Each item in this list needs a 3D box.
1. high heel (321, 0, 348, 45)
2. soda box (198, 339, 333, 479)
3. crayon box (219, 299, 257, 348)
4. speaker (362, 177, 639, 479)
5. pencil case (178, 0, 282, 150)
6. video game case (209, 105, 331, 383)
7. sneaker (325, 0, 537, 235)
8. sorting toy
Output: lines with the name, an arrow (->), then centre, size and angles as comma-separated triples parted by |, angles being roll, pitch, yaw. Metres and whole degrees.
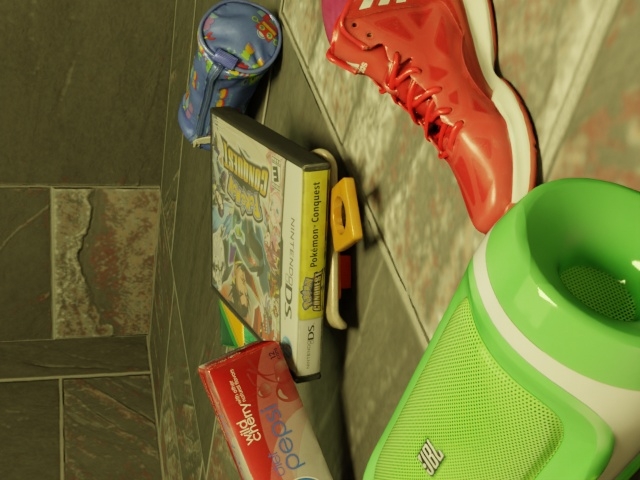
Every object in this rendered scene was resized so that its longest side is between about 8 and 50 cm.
high heel -> 0.059, -0.258, 0.747 | 0.117, 0.082, 0.244 | -100, 29, -59
soda box -> -0.045, 0.244, 0.959 | 0.263, 0.083, 0.092 | 68, 163, -1
crayon box -> -0.093, 0.013, 1.252 | 0.165, 0.081, 0.278 | 164, 105, -72
speaker -> 0.110, 0.106, 0.512 | 0.296, 0.131, 0.131 | 107, 156, -45
pencil case -> -0.150, -0.242, 1.363 | 0.133, 0.119, 0.306 | -67, 6, -24
video game case -> -0.069, -0.006, 1.024 | 0.275, 0.035, 0.248 | 36, 129, 56
sneaker -> 0.068, -0.100, 0.633 | 0.087, 0.128, 0.221 | 115, 150, -55
sorting toy -> 0.000, 0.000, 1.012 | 0.348, 0.047, 0.196 | 175, 90, -72
